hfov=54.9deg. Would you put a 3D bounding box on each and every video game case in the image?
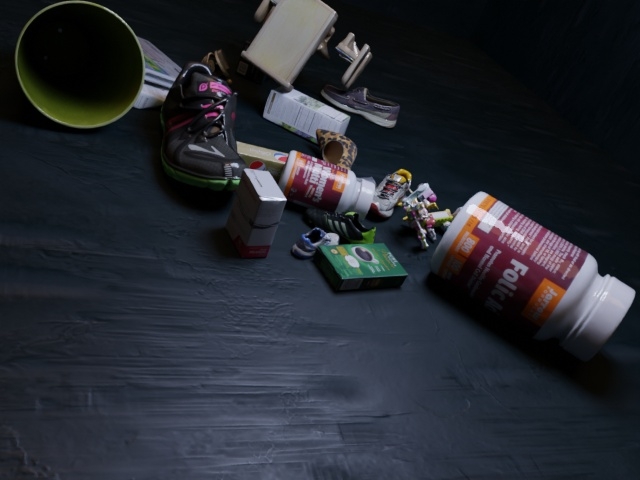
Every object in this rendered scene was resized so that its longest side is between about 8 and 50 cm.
[{"bbox_3d":[-0.530,-0.530,1.757,0.329,0.036,0.300,43,20,28],"label":"video game case"}]

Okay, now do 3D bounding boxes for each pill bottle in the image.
[{"bbox_3d":[0.464,0.081,1.374,0.392,0.224,0.224,34,33,18],"label":"pill bottle"},{"bbox_3d":[0.012,-0.128,1.492,0.221,0.121,0.121,18,32,-7],"label":"pill bottle"}]

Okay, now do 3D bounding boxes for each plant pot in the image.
[{"bbox_3d":[-0.595,-0.436,1.474,0.274,0.275,0.293,0,21,-32],"label":"plant pot"}]

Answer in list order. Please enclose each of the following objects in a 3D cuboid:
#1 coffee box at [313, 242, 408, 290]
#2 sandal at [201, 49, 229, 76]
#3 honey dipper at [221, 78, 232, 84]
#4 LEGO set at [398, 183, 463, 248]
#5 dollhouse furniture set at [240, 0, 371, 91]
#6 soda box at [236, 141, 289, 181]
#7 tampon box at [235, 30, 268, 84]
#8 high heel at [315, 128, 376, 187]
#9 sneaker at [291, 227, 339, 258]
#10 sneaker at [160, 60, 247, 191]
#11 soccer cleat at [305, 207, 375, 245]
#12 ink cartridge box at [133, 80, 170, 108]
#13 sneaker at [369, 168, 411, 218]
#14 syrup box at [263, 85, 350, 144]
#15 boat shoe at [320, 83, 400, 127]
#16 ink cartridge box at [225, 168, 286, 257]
[{"bbox_3d":[0.089,0.056,1.342,0.184,0.040,0.113,-3,40,-35],"label":"coffee box"},{"bbox_3d":[-0.344,-0.556,1.971,0.079,0.088,0.240,-23,23,4],"label":"sandal"},{"bbox_3d":[-0.346,-0.505,1.915,0.160,0.030,0.030,-2,39,-37],"label":"honey dipper"},{"bbox_3d":[0.294,-0.040,1.563,0.287,0.132,0.107,21,41,-51],"label":"LEGO set"},{"bbox_3d":[-0.064,-0.607,1.938,0.362,0.256,0.394,37,10,1],"label":"dollhouse furniture set"},{"bbox_3d":[-0.136,-0.193,1.557,0.181,0.058,0.061,12,33,-19],"label":"soda box"},{"bbox_3d":[-0.203,-0.620,2.092,0.101,0.120,0.161,25,31,0],"label":"tampon box"},{"bbox_3d":[0.020,-0.223,1.661,0.186,0.093,0.261,-6,50,-47],"label":"high heel"},{"bbox_3d":[0.000,0.000,1.354,0.052,0.058,0.135,41,35,26],"label":"sneaker"},{"bbox_3d":[-0.282,-0.279,1.453,0.185,0.202,0.483,2,37,-30],"label":"sneaker"},{"bbox_3d":[0.048,-0.043,1.431,0.178,0.072,0.060,28,31,15],"label":"soccer cleat"},{"bbox_3d":[-0.486,-0.415,1.691,0.232,0.066,0.189,21,25,-43],"label":"ink cartridge box"},{"bbox_3d":[0.177,-0.131,1.630,0.088,0.093,0.225,30,33,11],"label":"sneaker"},{"bbox_3d":[-0.042,-0.370,1.843,0.236,0.096,0.093,26,29,9],"label":"syrup box"},{"bbox_3d":[0.142,-0.487,2.139,0.285,0.092,0.103,26,32,4],"label":"boat shoe"},{"bbox_3d":[-0.134,-0.055,1.262,0.063,0.150,0.109,0,38,-32],"label":"ink cartridge box"}]
